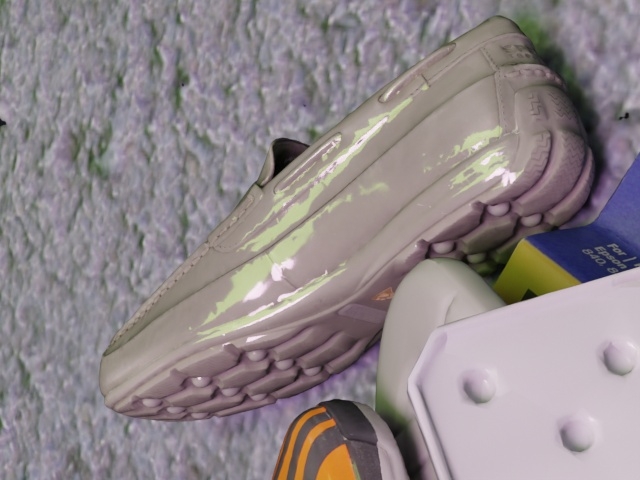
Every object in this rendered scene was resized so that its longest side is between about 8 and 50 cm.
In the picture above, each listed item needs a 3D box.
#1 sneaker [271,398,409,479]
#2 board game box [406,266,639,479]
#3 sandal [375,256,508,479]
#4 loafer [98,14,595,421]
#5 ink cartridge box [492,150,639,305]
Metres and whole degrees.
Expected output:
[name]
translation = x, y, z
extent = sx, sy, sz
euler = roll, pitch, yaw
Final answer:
[sneaker]
translation = -0.059, 0.224, 0.619
extent = 0.124, 0.180, 0.321
euler = -159, 75, -75
[board game box]
translation = 0.264, 0.154, 0.380
extent = 0.390, 0.050, 0.390
euler = -15, 66, -8
[sandal]
translation = 0.123, 0.175, 0.548
extent = 0.416, 0.102, 0.169
euler = -114, 31, -43
[loafer]
translation = 0.000, 0.000, 0.774
extent = 0.319, 0.112, 0.111
euler = -32, 58, 26
[ink cartridge box]
translation = 0.170, 0.135, 0.622
extent = 0.303, 0.072, 0.307
euler = 40, 112, 38
